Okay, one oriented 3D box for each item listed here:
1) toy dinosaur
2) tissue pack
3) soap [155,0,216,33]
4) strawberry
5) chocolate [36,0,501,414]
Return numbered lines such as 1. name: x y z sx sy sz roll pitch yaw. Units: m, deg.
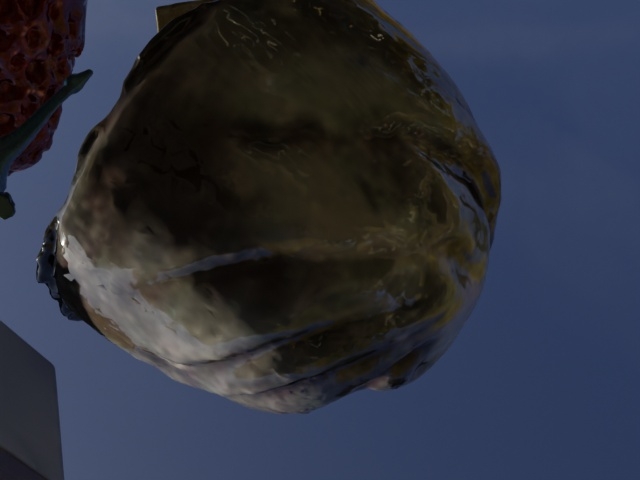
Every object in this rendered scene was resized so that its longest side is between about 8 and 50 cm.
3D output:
1. toy dinosaur: -0.329 -0.041 0.823 0.329 0.076 0.144 -35 -153 1
2. tissue pack: -0.341 0.133 0.800 0.159 0.246 0.136 -23 -131 8
3. soap: -0.056 -0.202 1.074 0.232 0.073 0.140 -7 -95 2
4. strawberry: -0.429 -0.261 1.285 0.295 0.345 0.318 -32 -150 -34
5. chocolate: 0.000 0.000 0.633 0.213 0.303 0.303 42 -105 18
